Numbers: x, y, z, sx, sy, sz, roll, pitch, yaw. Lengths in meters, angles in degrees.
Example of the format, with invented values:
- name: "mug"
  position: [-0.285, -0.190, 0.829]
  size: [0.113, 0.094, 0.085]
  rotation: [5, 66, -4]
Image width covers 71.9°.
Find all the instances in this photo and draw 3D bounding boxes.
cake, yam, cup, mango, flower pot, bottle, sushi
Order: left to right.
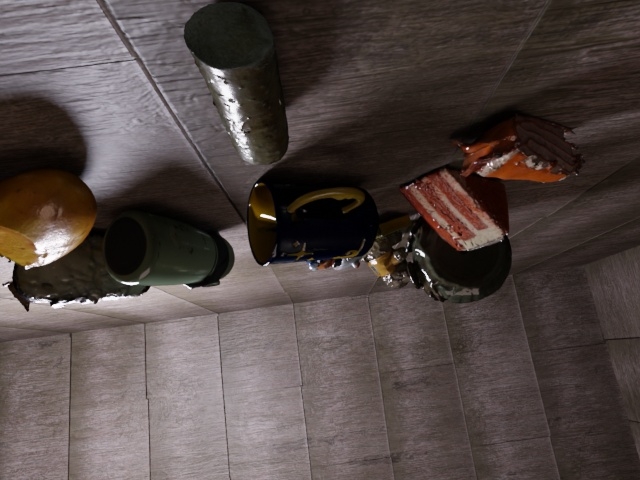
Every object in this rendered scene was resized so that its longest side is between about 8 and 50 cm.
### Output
- name: "mango"
  position: [-0.490, -0.050, 0.775]
  size: [0.256, 0.138, 0.187]
  rotation: [-19, 153, 28]
- name: "sushi"
  position: [-0.592, 0.082, 1.102]
  size: [0.343, 0.197, 0.182]
  rotation: [0, 156, -28]
- name: "bottle"
  position: [-0.352, 0.034, 1.102]
  size: [0.168, 0.169, 0.347]
  rotation: [-14, 167, 22]
- name: "yam"
  position: [-0.092, -0.181, 0.571]
  size: [0.093, 0.093, 0.259]
  rotation: [-7, 165, -1]
- name: "cup"
  position: [0.005, -0.033, 0.939]
  size: [0.256, 0.179, 0.255]
  rotation: [-2, -169, -27]
- name: "flower pot"
  position: [0.394, 0.048, 1.307]
  size: [0.301, 0.302, 0.213]
  rotation: [-10, 169, 8]
- name: "cake"
  position: [0.344, -0.119, 1.102]
  size: [0.262, 0.160, 0.158]
  rotation: [41, 141, -23]
- name: "cake"
  position: [0.399, -0.172, 0.835]
  size: [0.287, 0.098, 0.135]
  rotation: [-3, 164, -16]

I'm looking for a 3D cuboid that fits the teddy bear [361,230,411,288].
- name: "teddy bear"
  position: [0.223, 0.071, 1.447]
  size: [0.140, 0.190, 0.177]
  rotation: [-38, -179, -25]

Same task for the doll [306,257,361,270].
- name: "doll"
  position: [0.000, 0.000, 1.175]
  size: [0.256, 0.161, 0.215]
  rotation: [-2, 139, -10]

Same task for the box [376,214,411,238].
- name: "box"
  position: [0.124, -0.008, 1.343]
  size: [0.153, 0.041, 0.279]
  rotation: [-17, 176, -45]
